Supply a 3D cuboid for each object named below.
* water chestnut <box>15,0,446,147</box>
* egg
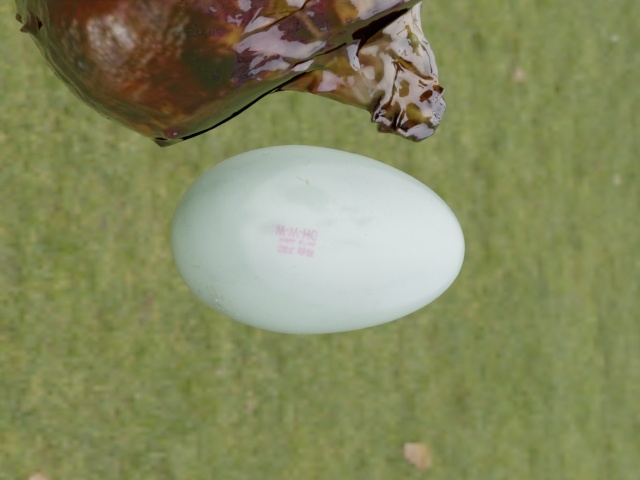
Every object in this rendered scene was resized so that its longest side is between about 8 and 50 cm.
[{"bbox_3d":[-0.024,-0.185,1.052,0.302,0.350,0.350,56,36,-14],"label":"water chestnut"},{"bbox_3d":[0.000,0.000,2.000,0.371,0.230,0.230,2,83,-19],"label":"egg"}]
